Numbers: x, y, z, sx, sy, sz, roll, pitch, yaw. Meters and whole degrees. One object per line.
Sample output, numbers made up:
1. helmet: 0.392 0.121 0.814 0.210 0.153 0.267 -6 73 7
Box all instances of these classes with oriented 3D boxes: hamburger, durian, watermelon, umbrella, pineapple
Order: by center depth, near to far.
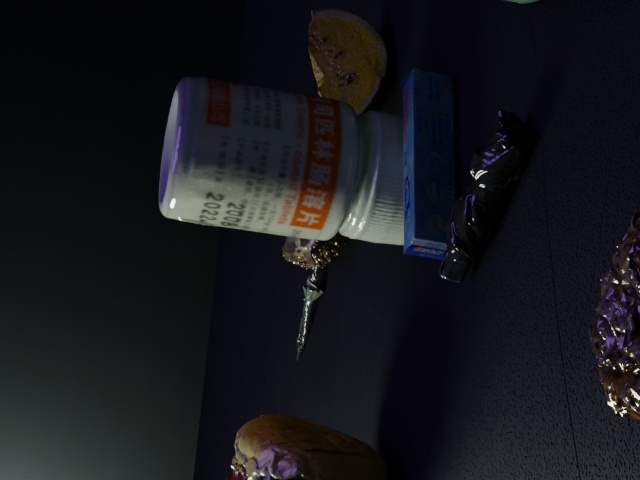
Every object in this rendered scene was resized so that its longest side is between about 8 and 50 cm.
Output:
1. pineapple: 0.274 0.063 0.962 0.225 0.076 0.224 -173 90 -76
2. umbrella: 0.189 -0.043 1.429 0.066 0.059 0.235 -70 -1 -56
3. hamburger: -0.018 0.342 1.690 0.244 0.245 0.163 172 118 -76
4. watermelon: 0.048 -0.280 2.021 0.123 0.129 0.301 111 157 -51
5. durian: 0.000 0.000 2.125 0.148 0.091 0.188 -52 16 26
6. umbrella: -0.017 0.127 2.276 0.044 0.044 0.269 48 143 40

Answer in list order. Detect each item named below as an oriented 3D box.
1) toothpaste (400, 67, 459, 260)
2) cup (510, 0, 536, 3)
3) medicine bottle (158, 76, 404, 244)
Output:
1. toothpaste: 0.147 -0.105 1.625 0.053 0.066 0.272 119 156 -59
2. cup: 0.112 -0.432 1.310 0.401 0.392 0.310 -150 63 -71
3. medicine bottle: -0.038 -0.110 1.746 0.211 0.372 0.211 -172 90 -78
